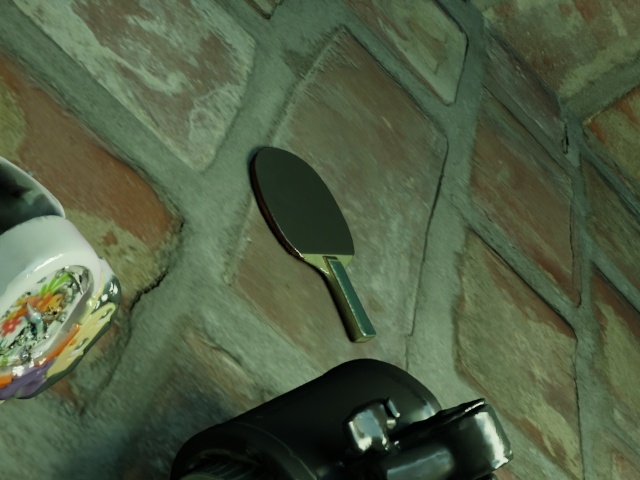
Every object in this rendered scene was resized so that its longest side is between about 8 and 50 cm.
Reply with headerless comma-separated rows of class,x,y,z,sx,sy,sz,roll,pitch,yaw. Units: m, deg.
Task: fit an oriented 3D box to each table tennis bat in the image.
table tennis bat,0.000,0.000,1.445,0.173,0.022,0.301,2,57,-54

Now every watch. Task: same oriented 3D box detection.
watch,-0.303,0.018,0.898,0.231,0.196,0.244,36,13,15

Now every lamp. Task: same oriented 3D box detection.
lamp,-0.012,0.241,1.000,0.272,0.374,0.205,-21,82,-26
